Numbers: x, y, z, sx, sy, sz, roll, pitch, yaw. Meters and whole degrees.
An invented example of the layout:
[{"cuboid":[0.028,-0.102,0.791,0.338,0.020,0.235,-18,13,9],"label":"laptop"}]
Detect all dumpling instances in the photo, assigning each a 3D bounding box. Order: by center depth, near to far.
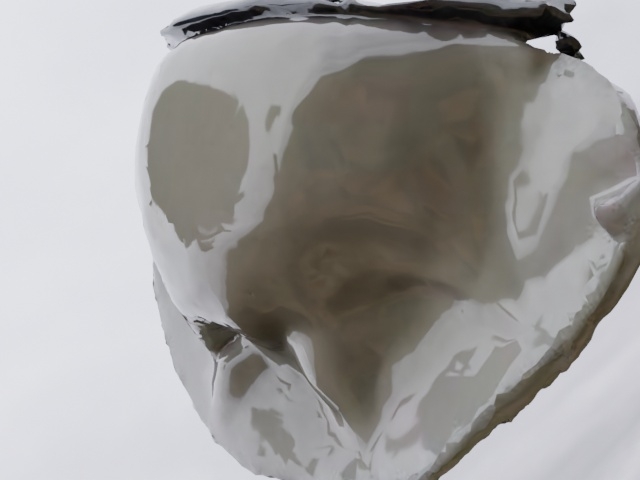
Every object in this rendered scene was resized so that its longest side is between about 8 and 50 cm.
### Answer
[{"cuboid":[-0.006,-0.014,0.409,0.163,0.293,0.204,50,-117,-38],"label":"dumpling"}]
